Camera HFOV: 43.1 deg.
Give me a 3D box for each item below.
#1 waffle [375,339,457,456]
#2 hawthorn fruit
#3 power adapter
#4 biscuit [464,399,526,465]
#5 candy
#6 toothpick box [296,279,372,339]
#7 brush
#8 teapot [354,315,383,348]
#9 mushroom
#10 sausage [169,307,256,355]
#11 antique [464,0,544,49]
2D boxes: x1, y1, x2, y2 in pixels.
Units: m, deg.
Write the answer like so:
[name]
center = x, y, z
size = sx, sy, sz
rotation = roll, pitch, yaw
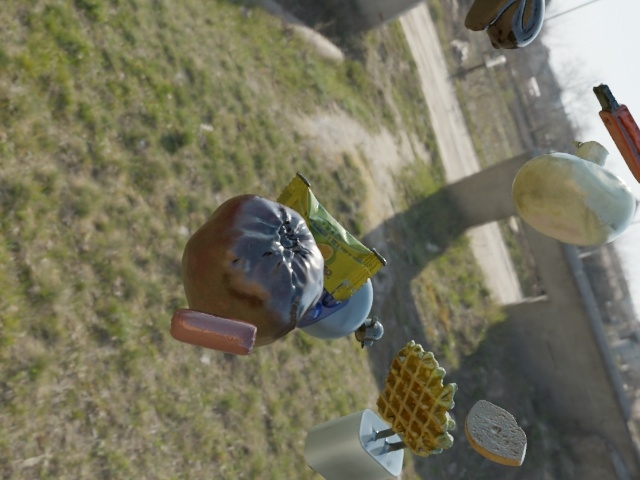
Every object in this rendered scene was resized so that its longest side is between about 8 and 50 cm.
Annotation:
[waffle]
center = 0.225, 0.358, 1.785
size = 0.057, 0.229, 0.219
rotation = -5, 36, -33
[hawthorn fruit]
center = -0.152, 0.074, 1.662
size = 0.308, 0.324, 0.308
rotation = 44, 16, -16
[power adapter]
center = 0.111, 0.537, 2.102
size = 0.187, 0.255, 0.124
rotation = 46, 36, -27
[biscuit]
center = 0.443, 0.492, 2.063
size = 0.221, 0.141, 0.029
rotation = -124, -152, -52
[candy]
center = 0.000, 0.000, 1.918
size = 0.297, 0.187, 0.081
rotation = 46, 35, 3
[toothpick box]
center = 0.000, 0.146, 2.154
size = 0.354, 0.262, 0.263
rotation = -168, -123, -81
[brush]
center = 0.681, -0.201, 1.768
size = 0.323, 0.051, 0.070
rotation = 54, -4, -12
[teapot]
center = 0.138, 0.245, 2.199
size = 0.080, 0.110, 0.085
rotation = 5, 60, -25
[mushroom]
center = 0.508, -0.101, 1.619
size = 0.202, 0.246, 0.246
rotation = -68, 157, -1
[sausage]
center = -0.190, 0.161, 1.429
size = 0.062, 0.154, 0.062
rotation = 13, 90, -88
[antique]
center = 0.431, -0.517, 1.685
size = 0.143, 0.257, 0.121
rotation = 27, 13, -25
